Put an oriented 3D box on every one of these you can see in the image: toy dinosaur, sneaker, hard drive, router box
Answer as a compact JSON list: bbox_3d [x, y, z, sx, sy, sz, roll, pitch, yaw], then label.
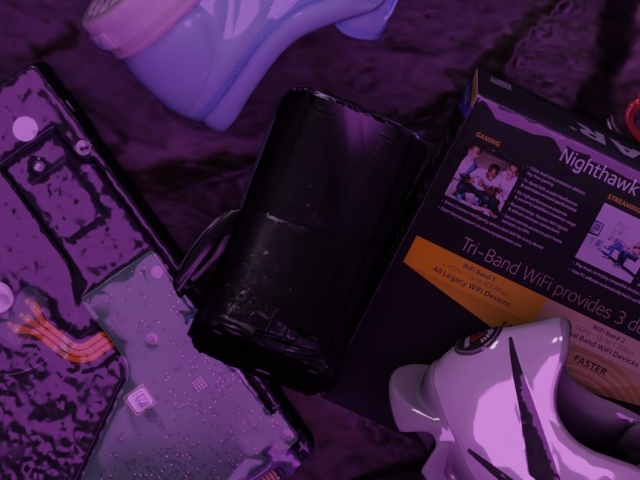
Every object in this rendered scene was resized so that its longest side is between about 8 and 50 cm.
[{"bbox_3d":[0.237,-0.063,1.249,0.047,0.090,0.082,-37,141,15],"label":"toy dinosaur"},{"bbox_3d":[0.017,-0.220,1.213,0.366,0.135,0.150,-40,115,8],"label":"sneaker"},{"bbox_3d":[0.189,0.195,1.178,0.146,0.122,0.330,-28,108,20],"label":"sneaker"},{"bbox_3d":[-0.192,0.076,1.275,0.237,0.064,0.339,-35,96,5],"label":"hard drive"},{"bbox_3d":[0.189,0.058,1.239,0.309,0.081,0.243,26,110,-4],"label":"router box"}]

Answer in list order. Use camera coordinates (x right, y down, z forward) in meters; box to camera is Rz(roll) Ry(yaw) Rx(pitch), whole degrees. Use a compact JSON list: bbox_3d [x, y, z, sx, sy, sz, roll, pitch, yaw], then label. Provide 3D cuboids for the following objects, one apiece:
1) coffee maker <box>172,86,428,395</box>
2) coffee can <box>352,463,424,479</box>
[{"bbox_3d":[0.000,0.000,1.182,0.120,0.171,0.178,27,75,-25],"label":"coffee maker"},{"bbox_3d":[0.058,0.321,1.241,0.201,0.201,0.275,-24,98,4],"label":"coffee can"}]
